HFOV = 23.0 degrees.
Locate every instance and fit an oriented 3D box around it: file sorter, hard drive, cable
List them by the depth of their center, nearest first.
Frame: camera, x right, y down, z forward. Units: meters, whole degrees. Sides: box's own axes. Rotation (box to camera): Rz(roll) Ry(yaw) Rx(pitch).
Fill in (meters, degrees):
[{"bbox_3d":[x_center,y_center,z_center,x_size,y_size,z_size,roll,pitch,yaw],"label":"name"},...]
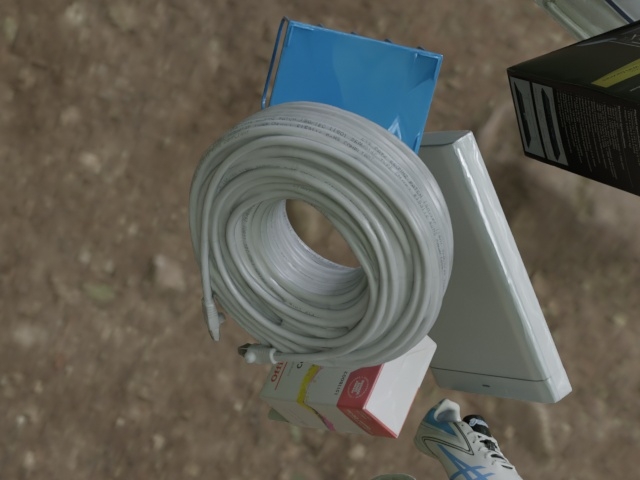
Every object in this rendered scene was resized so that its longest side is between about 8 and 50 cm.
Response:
[{"bbox_3d":[0.000,0.000,1.413,0.257,0.257,0.089,8,34,29],"label":"cable"},{"bbox_3d":[0.029,-0.172,1.719,0.170,0.118,0.104,11,15,-11],"label":"file sorter"},{"bbox_3d":[0.166,0.034,1.962,0.047,0.233,0.353,-32,108,-29],"label":"hard drive"}]

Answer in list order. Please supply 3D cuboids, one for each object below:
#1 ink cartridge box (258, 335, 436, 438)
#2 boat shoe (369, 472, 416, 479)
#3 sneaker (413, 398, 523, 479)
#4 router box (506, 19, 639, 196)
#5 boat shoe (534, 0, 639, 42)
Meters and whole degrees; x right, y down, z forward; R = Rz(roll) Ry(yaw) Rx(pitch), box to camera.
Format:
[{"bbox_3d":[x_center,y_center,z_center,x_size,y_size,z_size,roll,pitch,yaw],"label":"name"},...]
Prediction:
[{"bbox_3d":[0.013,0.138,1.667,0.067,0.198,0.115,43,61,-35],"label":"ink cartridge box"},{"bbox_3d":[0.012,0.376,1.463,0.340,0.127,0.113,-55,127,-38],"label":"boat shoe"},{"bbox_3d":[0.199,0.275,2.001,0.085,0.086,0.237,20,9,-34],"label":"sneaker"},{"bbox_3d":[0.334,-0.127,1.177,0.309,0.081,0.243,-21,20,-16],"label":"router box"},{"bbox_3d":[0.337,-0.168,1.568,0.367,0.156,0.136,37,47,-21],"label":"boat shoe"}]
